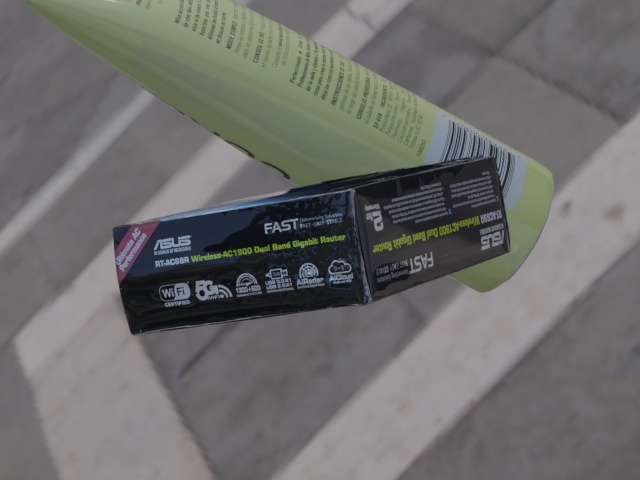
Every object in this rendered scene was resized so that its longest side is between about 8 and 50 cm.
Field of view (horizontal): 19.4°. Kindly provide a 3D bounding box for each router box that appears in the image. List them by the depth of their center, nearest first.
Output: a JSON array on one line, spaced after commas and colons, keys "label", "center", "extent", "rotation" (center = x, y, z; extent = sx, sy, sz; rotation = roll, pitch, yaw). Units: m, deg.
[{"label": "router box", "center": [0.000, 0.000, 0.642], "extent": [0.092, 0.038, 0.122], "rotation": [-8, 4, 28]}]

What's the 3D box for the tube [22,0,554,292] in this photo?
[{"label": "tube", "center": [-0.019, -0.059, 0.757], "extent": [0.070, 0.240, 0.062], "rotation": [-23, 41, 65]}]
